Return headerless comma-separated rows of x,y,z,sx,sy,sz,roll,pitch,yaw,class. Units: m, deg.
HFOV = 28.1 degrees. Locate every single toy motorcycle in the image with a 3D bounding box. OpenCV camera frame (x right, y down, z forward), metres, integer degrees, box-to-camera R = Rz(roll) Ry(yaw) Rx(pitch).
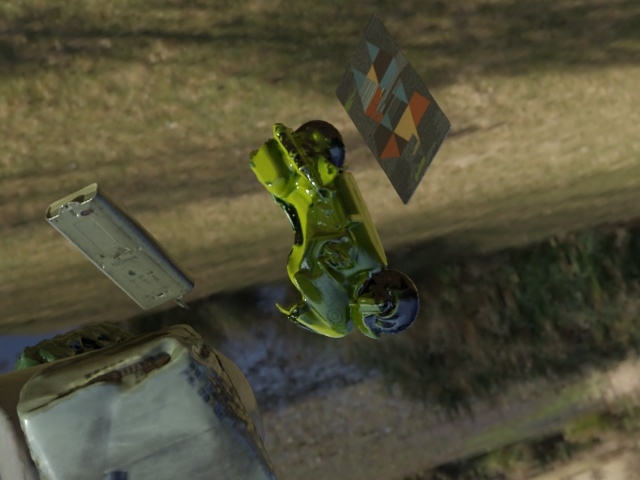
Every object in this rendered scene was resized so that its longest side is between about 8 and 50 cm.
0.001,0.000,1.846,0.206,0.342,0.142,-28,169,17,toy motorcycle

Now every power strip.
-0.262,0.021,1.757,0.092,0.034,0.268,-24,130,22,power strip

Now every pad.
0.087,-0.166,1.604,0.003,0.211,0.143,-7,141,-33,pad

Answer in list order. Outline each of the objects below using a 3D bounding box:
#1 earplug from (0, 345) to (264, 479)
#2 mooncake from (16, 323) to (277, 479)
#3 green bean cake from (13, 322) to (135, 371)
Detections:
-0.279,0.305,1.836,0.394,0.312,0.313,-13,166,-31,earplug
-0.207,0.235,1.496,0.250,0.254,0.136,-24,-167,-12,mooncake
-0.399,0.297,2.425,0.300,0.308,0.169,-23,138,-65,green bean cake
